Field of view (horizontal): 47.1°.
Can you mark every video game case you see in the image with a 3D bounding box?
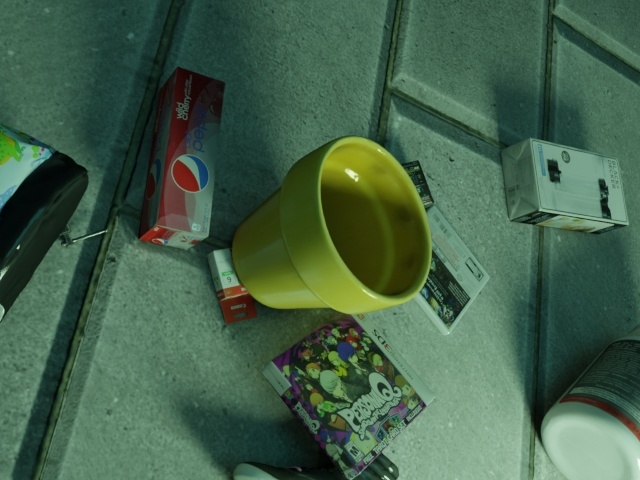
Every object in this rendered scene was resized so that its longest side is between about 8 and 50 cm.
[{"bbox_3d":[0.050,0.228,1.160,0.210,0.042,0.232,50,42,11],"label":"video game case"},{"bbox_3d":[0.224,0.054,1.399,0.190,0.022,0.173,51,55,-10],"label":"video game case"}]

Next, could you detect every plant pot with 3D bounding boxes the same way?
[{"bbox_3d":[0.000,0.000,1.119,0.254,0.239,0.254,23,57,-41],"label":"plant pot"}]

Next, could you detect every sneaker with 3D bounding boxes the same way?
[{"bbox_3d":[0.003,0.358,1.118,0.295,0.104,0.147,33,57,-25],"label":"sneaker"}]

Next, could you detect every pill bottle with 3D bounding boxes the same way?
[{"bbox_3d":[0.614,0.318,1.449,0.363,0.210,0.210,-33,94,-35],"label":"pill bottle"}]

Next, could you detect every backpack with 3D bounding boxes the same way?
[{"bbox_3d":[-0.500,-0.072,0.857,0.355,0.273,0.290,32,72,-5],"label":"backpack"}]

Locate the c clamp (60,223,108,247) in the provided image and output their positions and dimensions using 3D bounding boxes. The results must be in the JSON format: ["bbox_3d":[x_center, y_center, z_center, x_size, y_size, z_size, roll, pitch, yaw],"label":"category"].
[{"bbox_3d":[-0.400,-0.055,1.036,0.137,0.022,0.161,-28,93,-30],"label":"c clamp"}]

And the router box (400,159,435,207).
[{"bbox_3d":[0.149,-0.094,1.386,0.122,0.038,0.092,-16,84,-35],"label":"router box"}]

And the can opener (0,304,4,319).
[{"bbox_3d":[-0.434,0.180,0.807,0.076,0.095,0.283,23,100,-25],"label":"can opener"}]

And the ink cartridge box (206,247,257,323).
[{"bbox_3d":[-0.133,0.069,1.159,0.063,0.029,0.115,-10,80,-35],"label":"ink cartridge box"}]

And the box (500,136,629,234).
[{"bbox_3d":[0.539,-0.116,1.612,0.290,0.087,0.169,8,71,-31],"label":"box"}]

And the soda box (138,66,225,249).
[{"bbox_3d":[-0.213,-0.126,1.131,0.083,0.092,0.263,13,69,-28],"label":"soda box"}]
